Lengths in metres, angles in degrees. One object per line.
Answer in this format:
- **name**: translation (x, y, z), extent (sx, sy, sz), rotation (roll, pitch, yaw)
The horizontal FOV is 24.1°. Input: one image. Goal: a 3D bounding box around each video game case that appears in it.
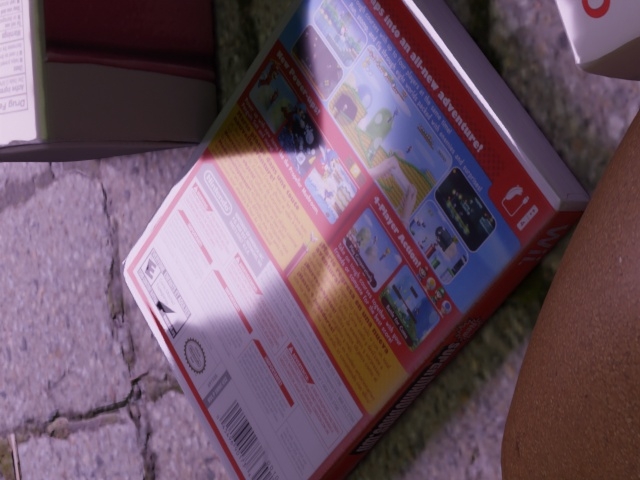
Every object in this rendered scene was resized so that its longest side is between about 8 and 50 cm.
- **video game case**: translation (0.000, 0.000, 0.804), extent (0.285, 0.025, 0.204), rotation (-53, 56, 35)

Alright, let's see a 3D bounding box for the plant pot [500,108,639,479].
- **plant pot**: translation (0.172, 0.039, 0.506), extent (0.237, 0.237, 0.254), rotation (67, 149, 20)

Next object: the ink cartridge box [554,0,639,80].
- **ink cartridge box**: translation (0.176, -0.174, 0.557), extent (0.219, 0.093, 0.160), rotation (-31, 70, 43)

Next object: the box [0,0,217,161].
- **box**: translation (-0.156, -0.165, 0.886), extent (0.149, 0.127, 0.232), rotation (-2, 91, 46)
